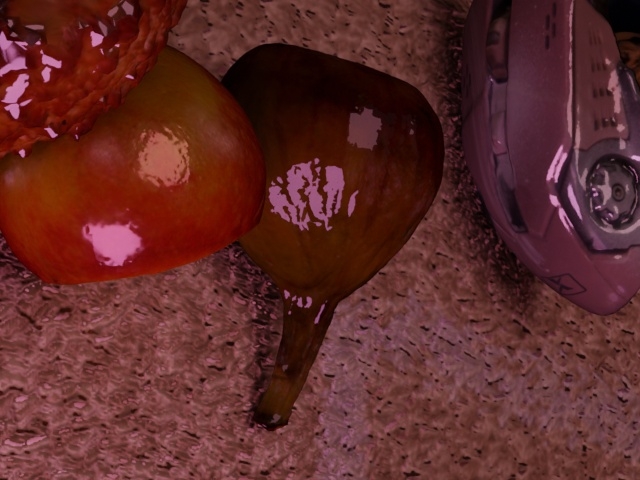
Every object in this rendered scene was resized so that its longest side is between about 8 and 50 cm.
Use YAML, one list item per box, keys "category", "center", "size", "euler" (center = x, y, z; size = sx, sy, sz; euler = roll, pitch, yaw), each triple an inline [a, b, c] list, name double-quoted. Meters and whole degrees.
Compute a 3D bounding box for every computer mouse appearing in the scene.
- category: "computer mouse"
  center: [0.199, -0.114, 1.439]
  size: [0.115, 0.199, 0.389]
  euler: [-18, 92, -34]

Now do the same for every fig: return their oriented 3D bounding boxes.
- category: "fig"
  center: [-0.017, -0.015, 1.255]
  size: [0.190, 0.190, 0.290]
  euler: [-9, 127, -46]

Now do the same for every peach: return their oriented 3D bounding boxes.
- category: "peach"
  center: [-0.132, -0.042, 1.095]
  size: [0.192, 0.190, 0.190]
  euler: [51, 48, -40]

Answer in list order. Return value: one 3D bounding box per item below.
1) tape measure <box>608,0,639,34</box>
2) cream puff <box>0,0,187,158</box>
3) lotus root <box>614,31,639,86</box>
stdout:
- category: "tape measure"
  center: [0.353, -0.255, 1.613]
  size: [0.098, 0.215, 0.351]
  euler: [-42, 102, -5]
- category: "cream puff"
  center: [-0.213, -0.204, 0.965]
  size: [0.228, 0.350, 0.351]
  euler: [1, 79, -61]
- category: "lotus root"
  center: [0.343, -0.071, 1.582]
  size: [0.310, 0.182, 0.183]
  euler: [49, 50, -37]
